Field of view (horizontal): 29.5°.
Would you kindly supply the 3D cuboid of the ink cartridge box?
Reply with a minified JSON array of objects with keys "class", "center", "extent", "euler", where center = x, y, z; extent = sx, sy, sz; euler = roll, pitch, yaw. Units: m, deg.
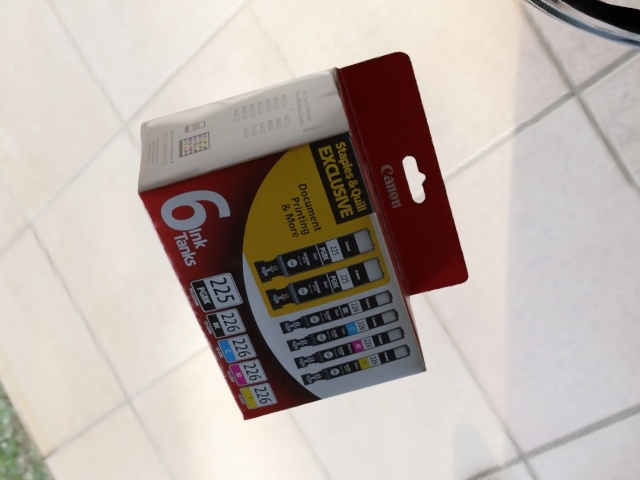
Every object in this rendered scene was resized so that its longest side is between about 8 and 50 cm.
[{"class":"ink cartridge box","center":[0.000,0.000,1.205],"extent":[0.271,0.130,0.309],"euler":[-16,127,6]}]

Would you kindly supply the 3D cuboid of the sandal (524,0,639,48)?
[{"class":"sandal","center":[0.159,-0.130,0.482],"extent":[0.107,0.445,0.168],"euler":[-46,56,40]}]
